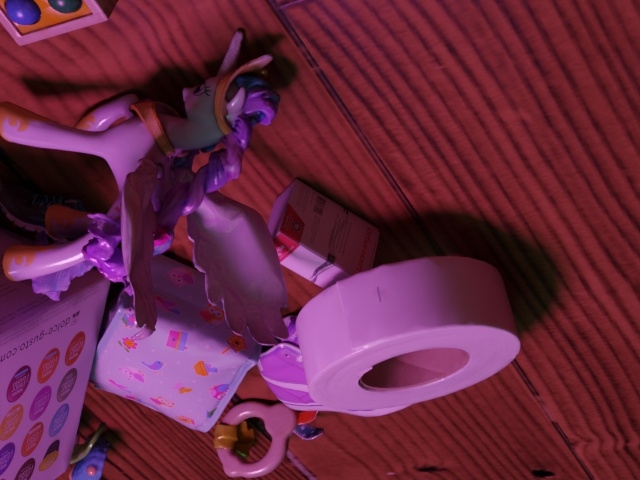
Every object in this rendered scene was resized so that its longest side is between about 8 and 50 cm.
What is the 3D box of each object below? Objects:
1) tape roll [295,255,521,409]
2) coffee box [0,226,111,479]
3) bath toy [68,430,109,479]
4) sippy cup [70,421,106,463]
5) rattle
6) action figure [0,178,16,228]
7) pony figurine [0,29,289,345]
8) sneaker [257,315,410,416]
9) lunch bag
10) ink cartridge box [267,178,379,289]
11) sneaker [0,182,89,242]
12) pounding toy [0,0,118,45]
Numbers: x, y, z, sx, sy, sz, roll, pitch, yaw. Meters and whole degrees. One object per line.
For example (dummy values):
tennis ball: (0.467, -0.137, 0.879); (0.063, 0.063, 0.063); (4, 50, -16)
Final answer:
tape roll: (0.112, 0.126, 1.501); (0.286, 0.100, 0.286); (-10, 155, -5)
coffee box: (-0.533, 0.174, 1.529); (0.338, 0.337, 0.334); (22, 111, 15)
bath toy: (-0.535, 0.315, 2.008); (0.348, 0.129, 0.151); (36, 126, -25)
sippy cup: (-0.490, 0.219, 1.821); (0.305, 0.240, 0.224); (17, 136, -38)
rattle: (-0.066, 0.326, 1.914); (0.199, 0.130, 0.143); (-27, 141, 7)
action figure: (-0.450, -0.061, 1.614); (0.038, 0.030, 0.115); (-3, 135, 29)
pony figurine: (-0.202, -0.044, 1.340); (0.363, 0.351, 0.303); (-10, 168, 27)
sneaker: (0.024, 0.176, 1.681); (0.282, 0.102, 0.161); (-10, 131, 28)
lunch bag: (-0.224, 0.164, 1.704); (0.223, 0.160, 0.262); (24, 134, -11)
ink cartridge box: (0.000, 0.000, 1.478); (0.135, 0.099, 0.056); (31, 137, -17)
sneaker: (-0.366, -0.041, 1.596); (0.166, 0.065, 0.076); (32, 122, -23)
pounding toy: (-0.348, -0.304, 1.240); (0.206, 0.094, 0.181); (-10, 135, 27)
